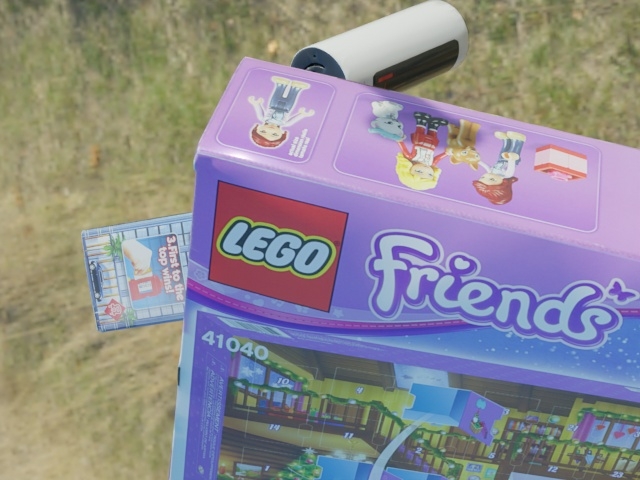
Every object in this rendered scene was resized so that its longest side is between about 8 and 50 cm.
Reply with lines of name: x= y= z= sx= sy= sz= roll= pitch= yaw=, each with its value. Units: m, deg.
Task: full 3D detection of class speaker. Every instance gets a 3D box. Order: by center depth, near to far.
speaker: x=0.042 y=-0.125 z=0.807 sx=0.055 sy=0.136 sz=0.055 roll=23 pitch=126 yaw=36

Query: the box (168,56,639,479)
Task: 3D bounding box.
box: x=0.097 y=0.067 z=0.394 sx=0.057 sy=0.293 sz=0.201 roll=-71 pitch=-6 yaw=-49

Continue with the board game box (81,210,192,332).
board game box: x=0.000 y=0.000 z=0.674 sx=0.194 sy=0.194 sz=0.060 roll=-8 pitch=93 yaw=26
